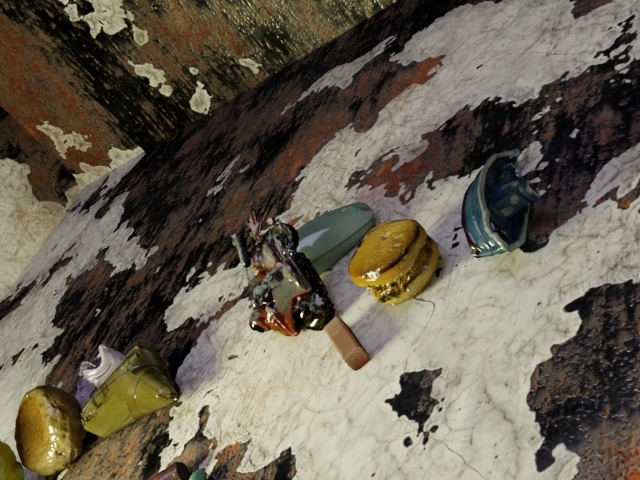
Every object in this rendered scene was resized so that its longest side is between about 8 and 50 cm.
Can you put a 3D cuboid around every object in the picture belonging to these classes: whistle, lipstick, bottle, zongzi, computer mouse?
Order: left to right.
[{"bbox_3d":[-0.456,0.407,2.054,0.260,0.123,0.289,-47,29,0],"label":"zongzi"},{"bbox_3d":[-0.343,0.518,1.775,0.164,0.060,0.060,-36,25,12],"label":"bottle"},{"bbox_3d":[-0.246,0.522,1.649,0.039,0.039,0.186,-33,25,19],"label":"whistle"},{"bbox_3d":[-0.004,-0.004,2.079,0.288,0.097,0.159,-42,22,2],"label":"computer mouse"},{"bbox_3d":[0.051,0.205,1.715,0.045,0.045,0.145,-43,25,2],"label":"lipstick"}]

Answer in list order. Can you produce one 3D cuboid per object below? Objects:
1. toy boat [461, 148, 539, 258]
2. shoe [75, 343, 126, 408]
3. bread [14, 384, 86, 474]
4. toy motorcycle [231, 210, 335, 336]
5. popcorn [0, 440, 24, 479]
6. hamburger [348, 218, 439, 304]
[{"bbox_3d":[0.354,-0.079,1.630,0.142,0.129,0.309,-37,22,38],"label":"toy boat"},{"bbox_3d":[-0.601,0.387,2.271,0.245,0.137,0.095,-44,20,-4],"label":"shoe"},{"bbox_3d":[-0.687,0.486,2.190,0.230,0.123,0.229,-4,83,41],"label":"bread"},{"bbox_3d":[-0.112,0.068,1.962,0.207,0.134,0.400,-40,58,22],"label":"toy motorcycle"},{"bbox_3d":[-0.861,0.631,2.077,0.293,0.292,0.334,-55,4,44],"label":"popcorn"},{"bbox_3d":[0.150,0.042,1.749,0.182,0.118,0.191,-43,28,-10],"label":"hamburger"}]
